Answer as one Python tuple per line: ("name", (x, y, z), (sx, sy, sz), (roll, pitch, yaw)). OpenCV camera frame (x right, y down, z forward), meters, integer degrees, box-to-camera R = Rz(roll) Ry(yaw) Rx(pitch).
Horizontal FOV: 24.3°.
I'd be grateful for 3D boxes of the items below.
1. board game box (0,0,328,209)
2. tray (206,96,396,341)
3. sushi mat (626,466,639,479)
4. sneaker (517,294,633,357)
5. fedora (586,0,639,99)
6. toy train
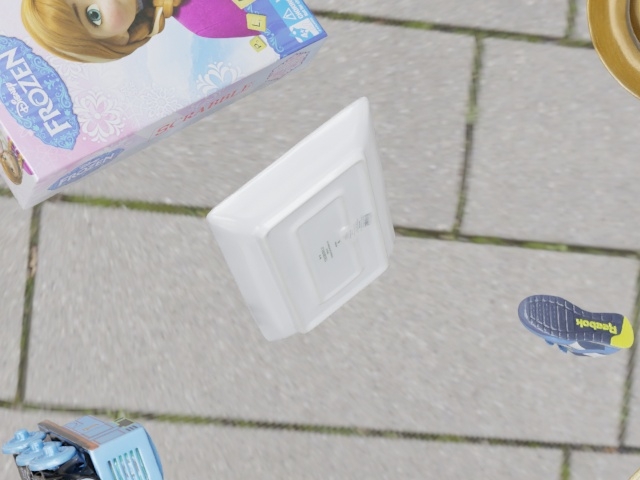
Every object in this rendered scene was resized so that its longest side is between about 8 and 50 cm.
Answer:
("board game box", (-0.208, -0.232, 1.303), (0.318, 0.066, 0.319), (-31, 82, -30))
("tray", (0.000, 0.000, 1.150), (0.145, 0.270, 0.030), (-39, 68, -9))
("sushi mat", (0.375, 0.315, 1.579), (0.151, 0.019, 0.316), (42, 105, 7))
("sneaker", (0.282, 0.103, 1.684), (0.144, 0.059, 0.053), (17, 62, -19))
("fedora", (0.295, -0.191, 1.129), (0.194, 0.079, 0.194), (1, 92, 14))
("toy train", (-0.212, 0.199, 1.313), (0.105, 0.184, 0.080), (-21, 99, -24))
